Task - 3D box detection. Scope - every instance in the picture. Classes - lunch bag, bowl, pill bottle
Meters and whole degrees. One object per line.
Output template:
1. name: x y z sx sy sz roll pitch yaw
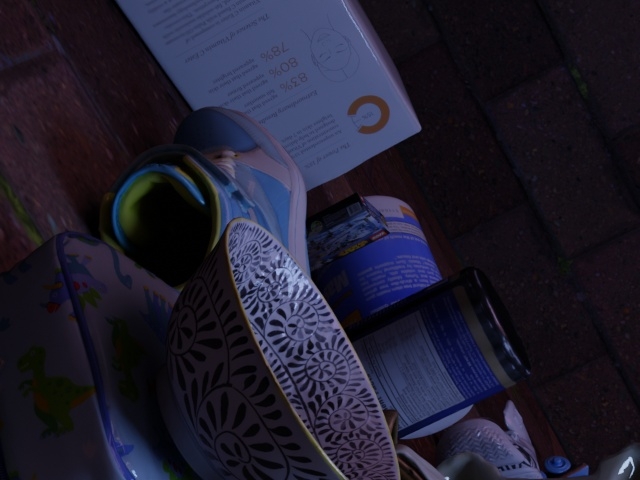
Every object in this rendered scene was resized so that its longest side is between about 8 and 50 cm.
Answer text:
1. lunch bag: -0.106 0.106 0.641 0.219 0.090 0.176 43 22 -58
2. bowl: -0.034 0.080 0.588 0.170 0.080 0.170 57 11 -18
3. pill bottle: 0.085 0.093 1.340 0.152 0.152 0.272 46 20 -54
4. pill bottle: 0.082 0.124 1.090 0.123 0.219 0.123 58 13 -22

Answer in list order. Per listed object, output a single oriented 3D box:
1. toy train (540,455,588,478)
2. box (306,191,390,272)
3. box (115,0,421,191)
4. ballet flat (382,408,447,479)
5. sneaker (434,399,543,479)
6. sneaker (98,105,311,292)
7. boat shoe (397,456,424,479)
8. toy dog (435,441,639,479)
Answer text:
1. toy train: 0.350 0.404 1.724 0.105 0.184 0.080 34 -44 51
2. box: 0.000 0.000 1.216 0.027 0.137 0.094 68 12 22
3. box: -0.064 -0.242 1.292 0.345 0.215 0.168 56 13 -32
4. ballet flat: 0.102 0.303 1.011 0.342 0.124 0.116 64 12 4
5. sneaker: 0.223 0.302 1.529 0.366 0.137 0.210 57 11 -44
6. sneaker: -0.099 -0.043 0.924 0.208 0.127 0.319 52 15 -47
7. boat shoe: 0.112 0.265 0.837 0.324 0.120 0.122 34 14 11
8. toy dog: 0.331 0.463 1.280 0.408 0.284 0.395 51 30 -44
